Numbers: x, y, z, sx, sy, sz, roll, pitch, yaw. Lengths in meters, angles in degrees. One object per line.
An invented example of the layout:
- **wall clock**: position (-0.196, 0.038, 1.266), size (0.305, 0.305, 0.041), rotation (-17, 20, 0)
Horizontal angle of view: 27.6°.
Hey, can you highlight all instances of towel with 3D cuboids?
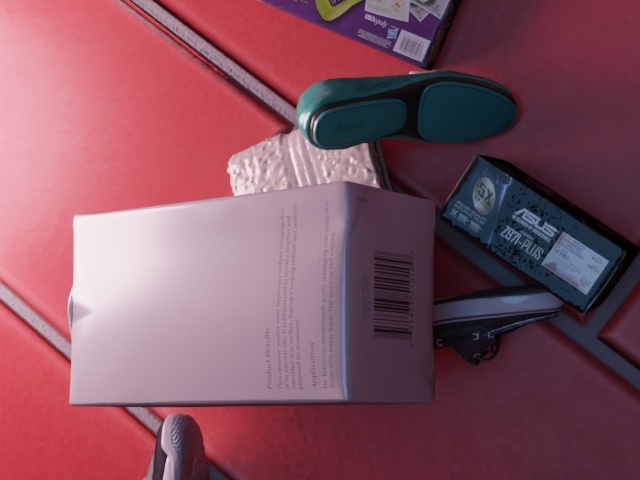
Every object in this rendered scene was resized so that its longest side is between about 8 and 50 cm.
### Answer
- **towel**: position (0.000, 0.000, 1.438), size (0.187, 0.049, 0.282), rotation (-23, 70, 23)

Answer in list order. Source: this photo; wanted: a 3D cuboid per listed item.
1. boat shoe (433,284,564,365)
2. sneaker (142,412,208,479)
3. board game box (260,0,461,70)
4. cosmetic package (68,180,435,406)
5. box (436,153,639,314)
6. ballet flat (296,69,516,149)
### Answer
- **boat shoe**: position (0.156, 0.099, 1.410), size (0.229, 0.080, 0.076), rotation (-11, 93, 19)
- **sneaker**: position (-0.222, 0.327, 1.523), size (0.153, 0.101, 0.268), rotation (7, 96, 16)
- **board game box**: position (0.008, -0.350, 1.467), size (0.347, 0.056, 0.208), rotation (26, 103, 16)
- **cosmetic package**: position (-0.081, 0.068, 1.354), size (0.385, 0.156, 0.217), rotation (-4, 81, 39)
- **box**: position (0.228, -0.009, 1.345), size (0.180, 0.147, 0.077), rotation (35, 101, 16)
- **ballet flat**: position (0.088, -0.150, 1.395), size (0.087, 0.247, 0.083), rotation (-121, 30, -49)
